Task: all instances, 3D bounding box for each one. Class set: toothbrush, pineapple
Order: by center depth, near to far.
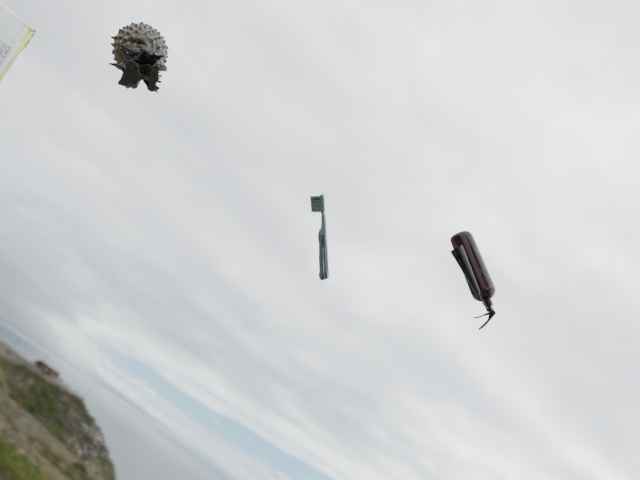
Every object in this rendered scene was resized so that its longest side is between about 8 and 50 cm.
[{"bbox_3d":[-0.166,-0.162,0.689,0.058,0.058,0.124,48,11,-33],"label":"pineapple"},{"bbox_3d":[0.000,0.000,1.007,0.019,0.016,0.219,-2,-29,2],"label":"toothbrush"}]

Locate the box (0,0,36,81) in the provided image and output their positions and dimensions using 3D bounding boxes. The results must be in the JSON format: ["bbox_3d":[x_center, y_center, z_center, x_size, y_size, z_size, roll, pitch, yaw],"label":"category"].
[{"bbox_3d":[-0.271,-0.146,0.370,0.168,0.097,0.265,35,-3,-3],"label":"box"}]

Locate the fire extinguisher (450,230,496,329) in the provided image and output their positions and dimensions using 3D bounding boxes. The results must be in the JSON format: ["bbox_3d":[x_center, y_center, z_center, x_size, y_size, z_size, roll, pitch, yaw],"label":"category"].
[{"bbox_3d":[0.154,0.034,0.745,0.046,0.032,0.100,66,6,-64],"label":"fire extinguisher"}]
